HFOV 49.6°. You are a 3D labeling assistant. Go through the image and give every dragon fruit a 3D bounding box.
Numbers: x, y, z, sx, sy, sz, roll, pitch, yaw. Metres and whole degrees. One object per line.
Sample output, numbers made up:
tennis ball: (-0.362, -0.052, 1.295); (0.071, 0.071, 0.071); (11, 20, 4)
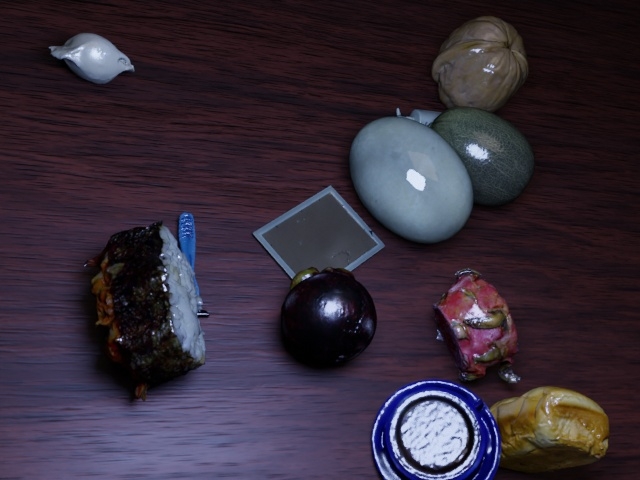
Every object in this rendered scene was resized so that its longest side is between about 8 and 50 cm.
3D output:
dragon fruit: (0.340, 0.209, 1.569); (0.147, 0.211, 0.282); (-18, 84, -16)

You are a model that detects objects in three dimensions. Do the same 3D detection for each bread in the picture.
bread: (0.449, 0.395, 1.434); (0.166, 0.294, 0.132); (25, 58, -5)

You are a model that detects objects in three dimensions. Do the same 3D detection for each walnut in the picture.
walnut: (0.467, -0.505, 2.033); (0.285, 0.285, 0.296); (10, 69, -15)

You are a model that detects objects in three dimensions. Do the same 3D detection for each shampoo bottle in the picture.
shampoo bottle: (0.336, -0.324, 1.976); (0.262, 0.085, 0.085); (4, 58, -19)

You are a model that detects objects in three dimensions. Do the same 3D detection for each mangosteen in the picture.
mangosteen: (0.007, 0.145, 1.489); (0.211, 0.211, 0.250); (-2, 40, -23)

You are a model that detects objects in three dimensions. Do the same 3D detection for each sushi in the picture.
sushi: (-0.333, 0.139, 1.363); (0.182, 0.196, 0.343); (-23, 57, 11)

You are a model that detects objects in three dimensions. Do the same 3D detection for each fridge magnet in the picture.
fridge magnet: (0.236, 0.411, 1.425); (0.265, 0.113, 0.265); (-5, 58, 7)

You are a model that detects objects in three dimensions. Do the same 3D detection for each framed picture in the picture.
framed picture: (0.000, 0.000, 1.682); (0.273, 0.016, 0.216); (-32, 74, -34)

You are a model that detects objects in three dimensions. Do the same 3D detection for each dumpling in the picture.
dumpling: (-0.564, -0.450, 1.704); (0.155, 0.181, 0.111); (33, 86, 37)

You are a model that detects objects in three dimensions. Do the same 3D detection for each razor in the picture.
razor: (-0.288, 0.049, 1.522); (0.082, 0.042, 0.253); (3, 57, -18)

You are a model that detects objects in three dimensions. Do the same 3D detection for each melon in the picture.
melon: (0.420, -0.226, 1.856); (0.301, 0.237, 0.237); (34, 53, 1)

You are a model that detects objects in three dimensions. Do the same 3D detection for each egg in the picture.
egg: (0.223, -0.151, 1.716); (0.258, 0.258, 0.352); (-27, 75, -33)
